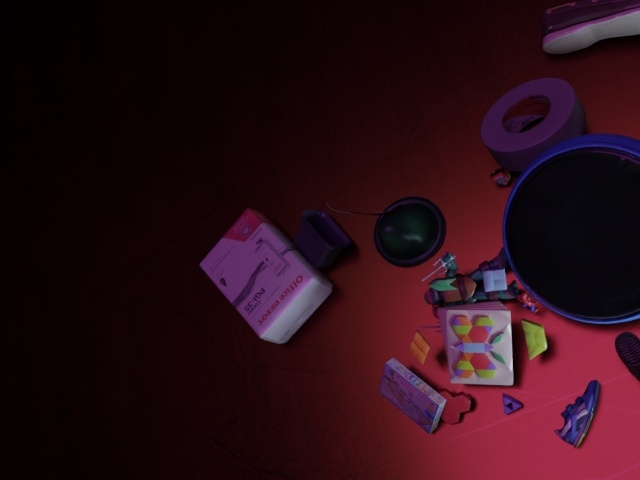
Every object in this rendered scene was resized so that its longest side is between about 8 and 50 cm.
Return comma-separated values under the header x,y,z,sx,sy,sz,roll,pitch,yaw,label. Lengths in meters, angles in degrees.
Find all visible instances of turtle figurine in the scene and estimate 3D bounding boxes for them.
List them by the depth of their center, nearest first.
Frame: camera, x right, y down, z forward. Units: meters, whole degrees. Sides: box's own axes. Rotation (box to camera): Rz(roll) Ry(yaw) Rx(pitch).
x,y,z,sx,sy,sz,roll,pitch,yaw,label
0.313,0.106,1.644,0.234,0.118,0.175,-18,88,10,turtle figurine

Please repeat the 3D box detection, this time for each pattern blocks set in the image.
x,y,z,sx,sy,sz,roll,pitch,yaw,label
0.330,0.223,1.566,0.285,0.026,0.325,-18,98,21,pattern blocks set

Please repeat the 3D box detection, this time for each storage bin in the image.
x,y,z,sx,sy,sz,roll,pitch,yaw,label
0.000,0.000,1.853,0.135,0.098,0.091,50,127,28,storage bin

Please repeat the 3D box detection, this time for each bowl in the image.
x,y,z,sx,sy,sz,roll,pitch,yaw,label
0.555,-0.017,1.489,0.391,0.077,0.391,8,106,31,bowl

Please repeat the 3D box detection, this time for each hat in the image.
x,y,z,sx,sy,sz,roll,pitch,yaw,label
0.165,-0.038,1.720,0.208,0.183,0.173,-28,66,17,hat

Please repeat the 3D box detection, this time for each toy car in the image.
x,y,z,sx,sy,sz,roll,pitch,yaw,label
0.450,-0.163,1.692,0.122,0.060,0.041,-27,97,24,toy car

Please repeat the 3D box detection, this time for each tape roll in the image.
x,y,z,sx,sy,sz,roll,pitch,yaw,label
0.471,-0.258,1.646,0.219,0.072,0.219,-26,39,23,tape roll

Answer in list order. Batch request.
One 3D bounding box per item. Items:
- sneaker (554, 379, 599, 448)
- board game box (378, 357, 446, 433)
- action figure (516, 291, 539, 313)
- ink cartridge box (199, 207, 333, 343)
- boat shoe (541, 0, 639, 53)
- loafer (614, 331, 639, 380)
x,y,z,sx,sy,sz,roll,pitch,yaw,label
0.525,0.347,1.509,0.059,0.053,0.144,22,85,32,sneaker
0.202,0.345,1.647,0.154,0.026,0.103,37,138,29,board game box
0.441,0.129,1.575,0.038,0.115,0.030,37,93,29,action figure
-0.138,0.089,1.872,0.207,0.117,0.283,-48,61,6,ink cartridge box
0.657,-0.509,1.655,0.324,0.116,0.097,-10,74,30,boat shoe
0.640,0.250,1.483,0.056,0.050,0.148,-29,49,13,loafer
